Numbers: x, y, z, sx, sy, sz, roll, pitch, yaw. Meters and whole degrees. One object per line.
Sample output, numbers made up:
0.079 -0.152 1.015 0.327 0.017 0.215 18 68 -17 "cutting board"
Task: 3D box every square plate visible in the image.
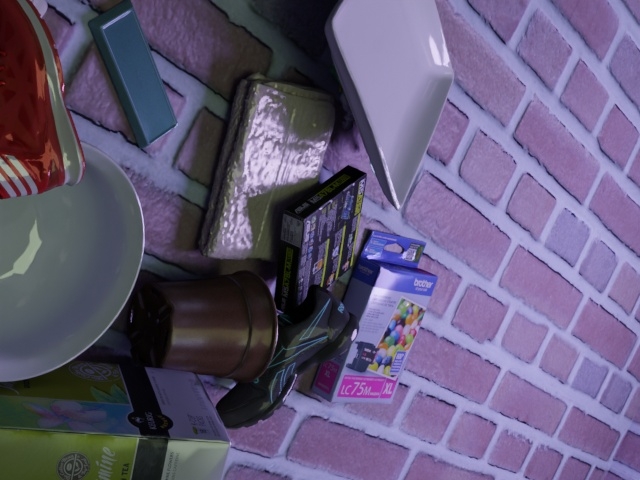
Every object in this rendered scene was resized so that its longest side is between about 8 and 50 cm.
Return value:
0.108 -0.284 1.506 0.347 0.049 0.344 -65 144 -39 "square plate"

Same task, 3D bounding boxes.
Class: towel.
-0.079 -0.102 1.477 0.187 0.049 0.282 5 106 -47 "towel"

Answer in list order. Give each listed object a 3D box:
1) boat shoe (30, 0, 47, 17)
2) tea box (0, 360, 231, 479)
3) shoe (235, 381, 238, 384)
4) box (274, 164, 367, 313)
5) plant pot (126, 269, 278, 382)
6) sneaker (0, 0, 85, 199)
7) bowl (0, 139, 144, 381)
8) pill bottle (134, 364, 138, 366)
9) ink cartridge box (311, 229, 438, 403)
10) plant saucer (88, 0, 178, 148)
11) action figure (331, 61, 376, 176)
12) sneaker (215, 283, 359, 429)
-0.385 -0.170 1.081 0.096 0.098 0.277 37 79 -48 "boat shoe"
-0.318 0.337 1.222 0.323 0.220 0.329 9 103 -22 "tea box"
-0.099 0.158 1.573 0.081 0.063 0.178 -30 133 -36 "shoe"
0.000 0.000 1.559 0.184 0.045 0.190 -41 147 -47 "box"
-0.175 0.124 1.408 0.165 0.167 0.167 3 106 -40 "plant pot"
-0.331 -0.148 1.000 0.128 0.087 0.221 -23 94 -35 "sneaker"
-0.367 0.004 1.158 0.298 0.134 0.298 -23 125 -38 "bowl"
-0.260 0.292 1.421 0.117 0.117 0.215 31 86 -49 "pill bottle"
0.109 0.144 1.787 0.186 0.065 0.311 12 98 -49 "ink cartridge box"
-0.237 -0.212 1.280 0.067 0.018 0.192 -40 132 -27 "plant saucer"
0.070 -0.209 1.547 0.232 0.063 0.137 54 47 -54 "action figure"
-0.069 0.176 1.510 0.267 0.101 0.106 -41 117 -10 "sneaker"
